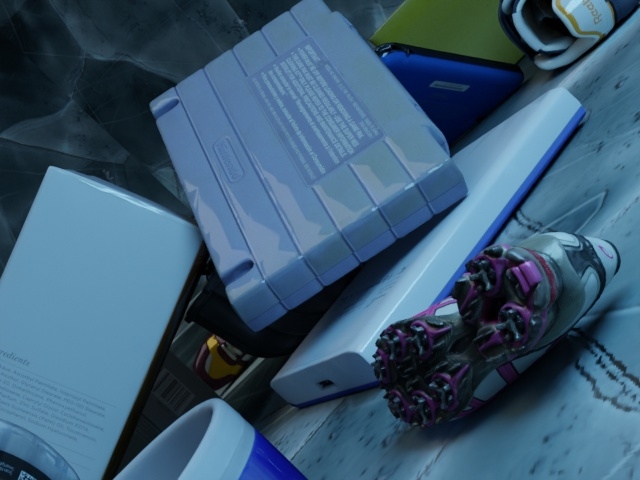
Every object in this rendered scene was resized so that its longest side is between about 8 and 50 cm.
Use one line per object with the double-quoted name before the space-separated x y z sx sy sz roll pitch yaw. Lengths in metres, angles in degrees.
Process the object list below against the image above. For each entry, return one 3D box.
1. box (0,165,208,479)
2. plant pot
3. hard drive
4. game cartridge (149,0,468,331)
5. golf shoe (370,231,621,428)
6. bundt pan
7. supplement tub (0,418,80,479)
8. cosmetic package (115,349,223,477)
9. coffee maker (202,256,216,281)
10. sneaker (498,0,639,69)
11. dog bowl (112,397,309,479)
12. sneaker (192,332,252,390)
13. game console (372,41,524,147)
"box" -0.252 0.115 1.077 0.215 0.168 0.345 -156 88 -88
"plant pot" 0.217 -0.328 1.602 0.212 0.187 0.212 -44 6 13
"hard drive" 0.094 0.010 0.934 0.319 0.040 0.210 -50 6 -25
"game cartridge" -0.025 -0.093 0.982 0.230 0.068 0.355 -30 41 1
"golf shoe" 0.097 0.056 0.589 0.086 0.067 0.186 -13 -19 -33
"bundt pan" 0.000 0.000 1.157 0.331 0.124 0.331 -51 0 1
"supplement tub" -0.309 0.310 0.790 0.207 0.207 0.338 -44 20 20
"cosmetic package" -0.244 0.236 1.377 0.238 0.127 0.107 -42 8 50
"coffee maker" -0.157 0.037 1.822 0.120 0.178 0.171 -43 7 22
"sneaker" 0.266 -0.278 1.234 0.127 0.126 0.321 -41 7 -7
"dog bowl" -0.115 0.230 0.641 0.265 0.104 0.265 -46 7 7
"sneaker" -0.104 0.126 1.402 0.185 0.069 0.084 -50 2 -22
"game console" 0.071 -0.215 1.347 0.293 0.173 0.250 -2 -30 -46
